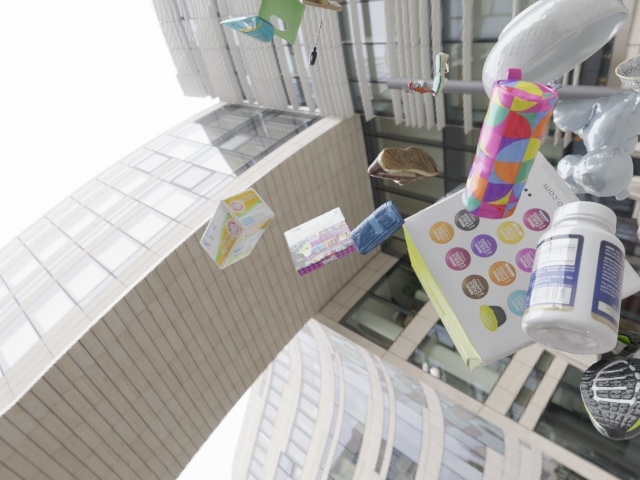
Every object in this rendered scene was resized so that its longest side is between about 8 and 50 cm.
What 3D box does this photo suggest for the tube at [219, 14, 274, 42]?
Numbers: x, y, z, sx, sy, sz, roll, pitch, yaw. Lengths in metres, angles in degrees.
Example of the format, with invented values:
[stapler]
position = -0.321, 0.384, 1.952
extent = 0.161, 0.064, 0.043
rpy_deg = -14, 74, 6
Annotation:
[tube]
position = -0.157, -0.496, 0.977
extent = 0.207, 0.080, 0.052
rpy_deg = -63, -39, -69

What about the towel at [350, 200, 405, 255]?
[towel]
position = 0.116, -0.026, 0.886
extent = 0.119, 0.067, 0.029
rpy_deg = -42, -35, 25

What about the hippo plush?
[hippo plush]
position = 0.705, -0.215, 1.010
extent = 0.234, 0.294, 0.236
rpy_deg = 7, -87, -15

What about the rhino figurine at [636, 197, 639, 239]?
[rhino figurine]
position = 0.943, -0.103, 1.193
extent = 0.106, 0.073, 0.243
rpy_deg = -15, -76, -35

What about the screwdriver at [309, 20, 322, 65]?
[screwdriver]
position = -0.014, -0.615, 1.316
extent = 0.024, 0.025, 0.170
rpy_deg = -9, -24, -15

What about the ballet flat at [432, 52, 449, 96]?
[ballet flat]
position = 0.487, -0.661, 1.690
extent = 0.052, 0.057, 0.168
rpy_deg = 0, -77, -13

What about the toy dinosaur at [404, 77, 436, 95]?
[toy dinosaur]
position = 0.307, -0.475, 1.309
extent = 0.082, 0.090, 0.047
rpy_deg = -31, -43, -49

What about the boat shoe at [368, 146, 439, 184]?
[boat shoe]
position = 0.316, -0.275, 1.611
extent = 0.342, 0.123, 0.123
rpy_deg = -9, -110, -42

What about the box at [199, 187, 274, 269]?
[box]
position = -0.229, -0.031, 1.148
extent = 0.114, 0.103, 0.203
rpy_deg = -31, -14, -45

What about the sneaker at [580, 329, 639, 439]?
[sneaker]
position = 0.548, 0.269, 0.756
extent = 0.300, 0.111, 0.121
rpy_deg = -22, -84, -48

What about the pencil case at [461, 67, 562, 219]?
[pencil case]
position = 0.306, -0.149, 0.699
extent = 0.104, 0.104, 0.236
rpy_deg = -32, -40, -35

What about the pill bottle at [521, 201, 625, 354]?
[pill bottle]
position = 0.306, 0.041, 0.508
extent = 0.094, 0.094, 0.169
rpy_deg = 52, -125, -46

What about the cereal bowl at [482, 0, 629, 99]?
[cereal bowl]
position = 0.560, -0.500, 1.066
extent = 0.339, 0.339, 0.141
rpy_deg = -18, -100, -42

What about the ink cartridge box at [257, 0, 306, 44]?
[ink cartridge box]
position = -0.078, -0.704, 1.202
extent = 0.171, 0.056, 0.235
rpy_deg = 2, -72, -52

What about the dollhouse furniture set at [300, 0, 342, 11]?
[dollhouse furniture set]
position = 0.028, -0.587, 0.907
extent = 0.123, 0.144, 0.151
rpy_deg = -6, -33, -30

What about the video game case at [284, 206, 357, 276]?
[video game case]
position = 0.000, 0.000, 1.529
extent = 0.232, 0.210, 0.042
rpy_deg = -26, -45, 2

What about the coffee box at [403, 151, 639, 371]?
[coffee box]
position = 0.422, 0.076, 0.990
extent = 0.334, 0.337, 0.338
rpy_deg = -27, -24, 5

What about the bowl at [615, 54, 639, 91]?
[bowl]
position = 1.081, -0.547, 1.400
extent = 0.170, 0.170, 0.080
rpy_deg = -46, -54, -24
